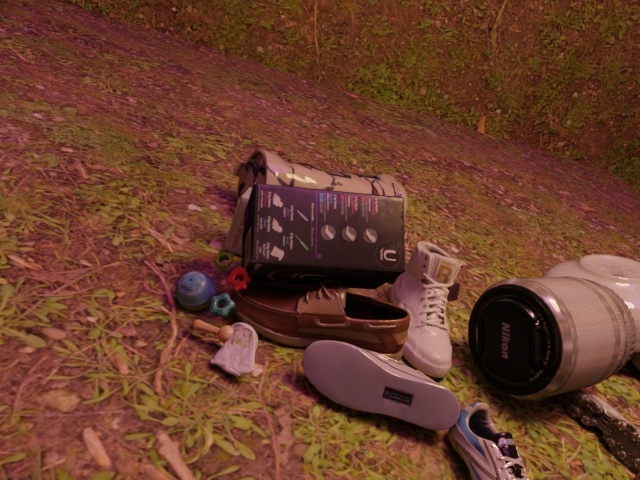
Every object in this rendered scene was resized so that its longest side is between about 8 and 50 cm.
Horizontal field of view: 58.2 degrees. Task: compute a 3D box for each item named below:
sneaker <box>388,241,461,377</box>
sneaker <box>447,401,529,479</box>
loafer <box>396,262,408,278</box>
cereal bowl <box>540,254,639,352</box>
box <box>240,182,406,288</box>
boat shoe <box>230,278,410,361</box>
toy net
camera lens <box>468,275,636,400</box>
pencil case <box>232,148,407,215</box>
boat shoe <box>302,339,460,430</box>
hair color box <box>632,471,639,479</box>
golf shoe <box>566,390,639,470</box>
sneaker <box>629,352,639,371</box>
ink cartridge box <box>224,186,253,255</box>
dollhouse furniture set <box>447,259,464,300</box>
[{"bbox_3d":[0.212,0.113,1.122,0.108,0.169,0.293,16,28,-15],"label":"sneaker"},{"bbox_3d":[0.264,0.337,0.829,0.085,0.086,0.237,9,30,-27],"label":"sneaker"},{"bbox_3d":[0.156,0.039,1.358,0.061,0.062,0.170,28,19,-42],"label":"loafer"},{"bbox_3d":[0.698,0.125,1.384,0.338,0.141,0.339,3,19,-1],"label":"cereal bowl"},{"bbox_3d":[0.000,0.000,1.036,0.270,0.165,0.144,4,74,-12],"label":"box"},{"bbox_3d":[0.007,0.120,1.011,0.324,0.117,0.123,16,26,-11],"label":"boat shoe"},{"bbox_3d":[-0.150,0.122,0.936,0.122,0.045,0.232,-27,57,-14],"label":"toy net"},{"bbox_3d":[0.440,0.180,1.104,0.274,0.220,0.219,1,33,-35],"label":"camera lens"},{"bbox_3d":[0.000,-0.112,1.403,0.409,0.160,0.183,8,20,-27],"label":"pencil case"},{"bbox_3d":[0.092,0.230,0.920,0.258,0.095,0.084,25,-2,2],"label":"boat shoe"},{"bbox_3d":[0.612,0.480,0.784,0.374,0.114,0.185,35,29,24],"label":"hair color box"},{"bbox_3d":[0.547,0.342,1.056,0.085,0.069,0.176,6,31,-41],"label":"golf shoe"},{"bbox_3d":[0.839,0.304,1.331,0.262,0.099,0.121,8,35,-9],"label":"sneaker"},{"bbox_3d":[-0.093,-0.017,1.185,0.175,0.128,0.072,21,24,-1],"label":"ink cartridge box"},{"bbox_3d":[0.256,0.084,1.324,0.114,0.091,0.081,-3,20,-35],"label":"dollhouse furniture set"}]
